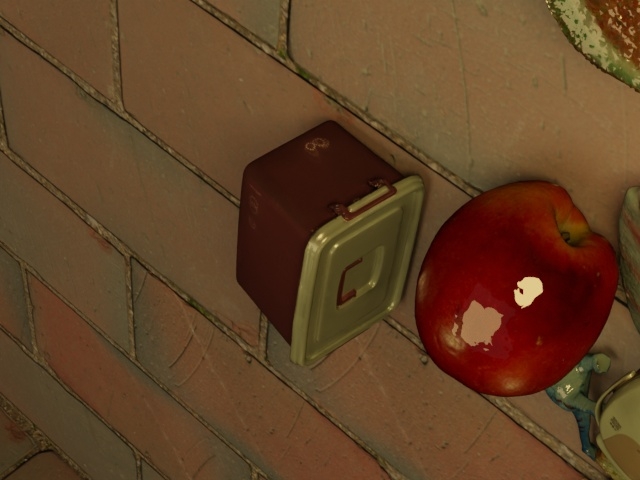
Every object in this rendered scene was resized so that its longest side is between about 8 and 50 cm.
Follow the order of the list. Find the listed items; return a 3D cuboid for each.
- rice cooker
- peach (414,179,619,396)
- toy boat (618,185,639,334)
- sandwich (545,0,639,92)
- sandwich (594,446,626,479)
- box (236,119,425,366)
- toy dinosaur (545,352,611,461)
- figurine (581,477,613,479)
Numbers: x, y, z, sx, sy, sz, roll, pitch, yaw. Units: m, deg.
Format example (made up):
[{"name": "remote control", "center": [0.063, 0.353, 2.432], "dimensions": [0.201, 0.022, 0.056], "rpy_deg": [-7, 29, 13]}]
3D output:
[{"name": "rice cooker", "center": [0.370, 0.179, 1.409], "dimensions": [0.145, 0.127, 0.206], "rpy_deg": [50, 152, 4]}, {"name": "peach", "center": [0.203, 0.051, 1.529], "dimensions": [0.199, 0.244, 0.243], "rpy_deg": [25, 163, -31]}, {"name": "toy boat", "center": [0.373, 0.042, 1.451], "dimensions": [0.206, 0.096, 0.282], "rpy_deg": [43, 161, 8]}, {"name": "sandwich", "center": [0.303, -0.203, 1.279], "dimensions": [0.235, 0.079, 0.159], "rpy_deg": [54, 149, -1]}, {"name": "sandwich", "center": [0.446, 0.302, 1.532], "dimensions": [0.288, 0.099, 0.254], "rpy_deg": [47, 173, 10]}, {"name": "box", "center": [0.000, 0.000, 1.793], "dimensions": [0.167, 0.193, 0.294], "rpy_deg": [43, 148, 26]}, {"name": "toy dinosaur", "center": [0.284, 0.144, 1.668], "dimensions": [0.329, 0.076, 0.144], "rpy_deg": [52, 157, -14]}, {"name": "figurine", "center": [0.350, 0.359, 1.777], "dimensions": [0.196, 0.108, 0.114], "rpy_deg": [167, 106, -65]}]
